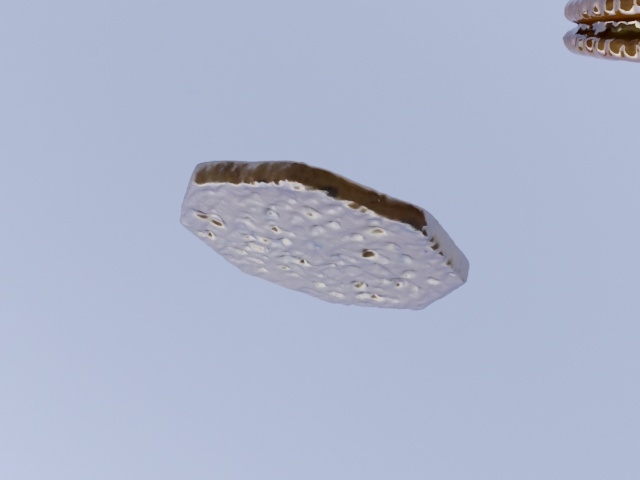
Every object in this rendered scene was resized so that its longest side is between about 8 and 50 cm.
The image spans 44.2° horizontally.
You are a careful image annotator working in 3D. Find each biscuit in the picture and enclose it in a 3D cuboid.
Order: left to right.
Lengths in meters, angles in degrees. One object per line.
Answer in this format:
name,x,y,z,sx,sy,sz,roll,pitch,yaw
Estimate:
biscuit,0.001,0.000,0.946,0.359,0.359,0.046,17,-111,0
biscuit,0.329,-0.205,0.704,0.220,0.220,0.066,-8,-72,0
